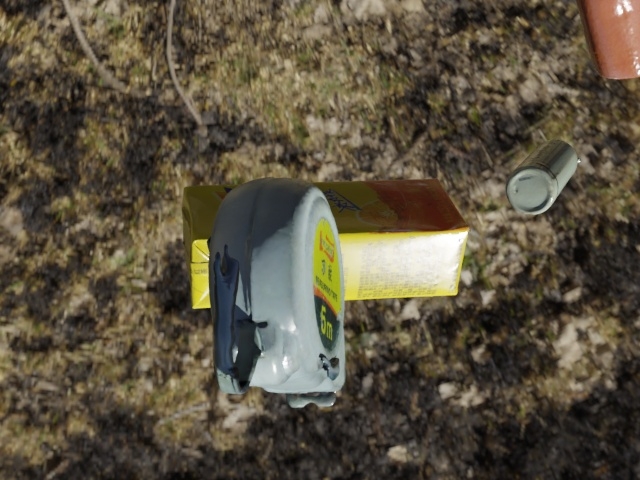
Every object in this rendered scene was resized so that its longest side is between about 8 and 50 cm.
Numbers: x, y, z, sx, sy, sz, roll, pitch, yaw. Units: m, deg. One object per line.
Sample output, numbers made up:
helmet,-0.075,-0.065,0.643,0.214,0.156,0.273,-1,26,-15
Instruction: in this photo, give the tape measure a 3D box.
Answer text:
tape measure,-0.047,0.017,0.591,0.084,0.164,0.330,-9,163,11

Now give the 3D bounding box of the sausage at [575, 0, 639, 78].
sausage,0.440,-0.377,1.497,0.113,0.113,0.259,-20,119,5

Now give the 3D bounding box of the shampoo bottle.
shampoo bottle,0.397,-0.122,1.738,0.085,0.262,0.085,9,112,22

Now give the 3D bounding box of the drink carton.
drink carton,0.000,0.000,1.288,0.351,0.154,0.111,-2,120,-12
